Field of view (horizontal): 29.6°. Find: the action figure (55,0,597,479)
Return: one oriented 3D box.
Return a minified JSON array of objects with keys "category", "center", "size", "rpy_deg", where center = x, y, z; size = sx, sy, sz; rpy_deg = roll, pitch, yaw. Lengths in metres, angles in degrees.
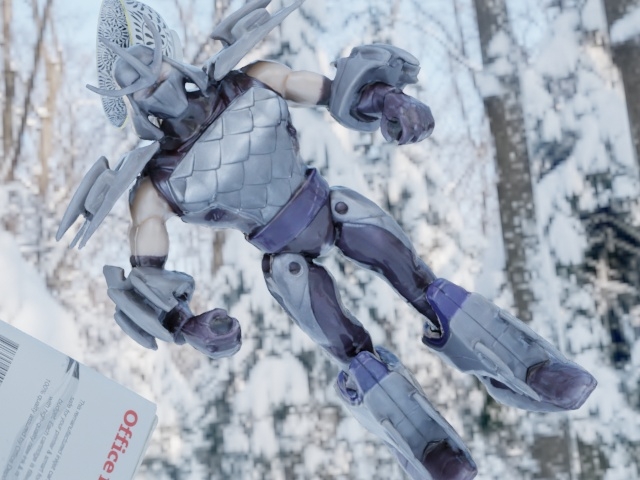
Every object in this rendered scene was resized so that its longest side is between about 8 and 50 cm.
[{"category":"action figure","center":[0.000,0.000,0.589],"size":[0.285,0.185,0.099],"rpy_deg":[45,0,-20]}]

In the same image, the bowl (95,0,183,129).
[{"category":"bowl","center":[-0.218,-0.222,1.493],"size":[0.080,0.170,0.170],"rpy_deg":[-4,-11,-23]}]

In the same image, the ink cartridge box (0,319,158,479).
[{"category":"ink cartridge box","center":[-0.333,0.208,1.261],"size":[0.273,0.197,0.114],"rpy_deg":[33,-34,-21]}]
